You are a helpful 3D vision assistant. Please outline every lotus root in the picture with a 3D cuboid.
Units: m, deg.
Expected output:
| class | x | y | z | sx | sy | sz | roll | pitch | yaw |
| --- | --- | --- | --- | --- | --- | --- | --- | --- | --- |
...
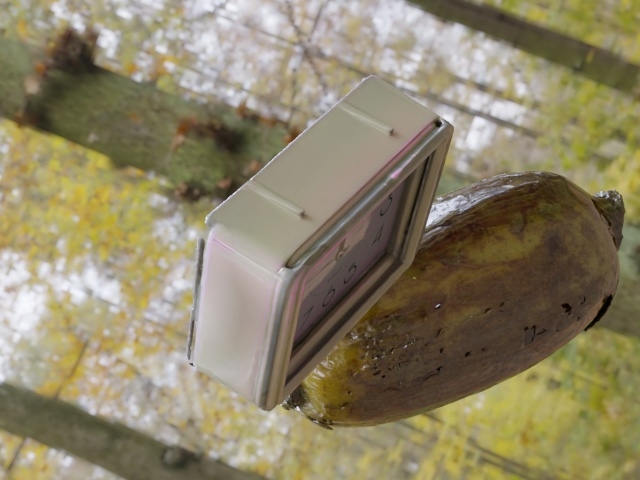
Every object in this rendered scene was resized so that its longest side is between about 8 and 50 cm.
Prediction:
| class | x | y | z | sx | sy | sz | roll | pitch | yaw |
| --- | --- | --- | --- | --- | --- | --- | --- | --- | --- |
| lotus root | 0.126 | 0.051 | 1.292 | 0.397 | 0.179 | 0.196 | -22 | -11 | -18 |

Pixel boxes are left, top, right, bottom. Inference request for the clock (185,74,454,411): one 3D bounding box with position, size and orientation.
| class | x | y | z | sx | sy | sz | roll | pitch | yaw |
| --- | --- | --- | --- | --- | --- | --- | --- | --- | --- |
| clock | 0.000 | 0.000 | 0.910 | 0.192 | 0.071 | 0.147 | -44 | -23 | -38 |
